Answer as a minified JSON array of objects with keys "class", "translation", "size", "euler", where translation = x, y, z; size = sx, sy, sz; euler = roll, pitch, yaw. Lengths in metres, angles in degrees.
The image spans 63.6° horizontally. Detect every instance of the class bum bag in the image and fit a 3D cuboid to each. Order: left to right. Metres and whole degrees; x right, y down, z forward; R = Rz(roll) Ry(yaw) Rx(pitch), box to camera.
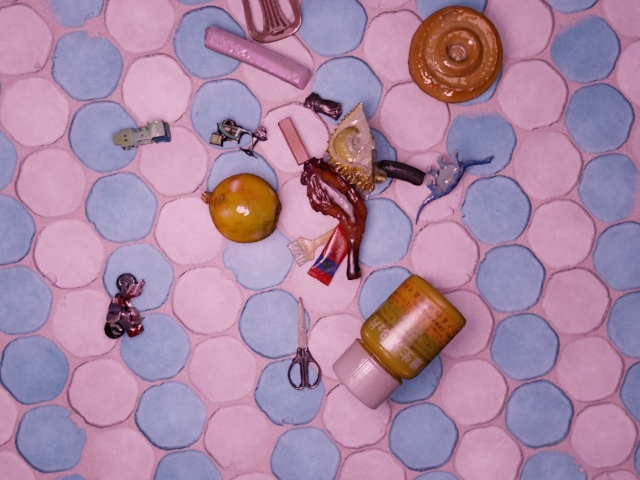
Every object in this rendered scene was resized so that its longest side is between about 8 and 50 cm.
[{"class":"bum bag","translation":[0.010,-0.422,1.623],"size":[0.125,0.034,0.057],"euler":[21,105,-2]}]

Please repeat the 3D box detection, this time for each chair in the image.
[{"class":"chair","translation":[-0.176,-0.784,1.534],"size":[0.176,0.183,0.326],"euler":[-18,91,0]}]

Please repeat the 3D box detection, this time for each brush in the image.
[{"class":"brush","translation":[0.000,0.000,1.650],"size":[0.205,0.011,0.083],"euler":[-29,93,-1]}]

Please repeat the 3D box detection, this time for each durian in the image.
[{"class":"durian","translation":[0.120,-0.249,1.533],"size":[0.172,0.306,0.166],"euler":[28,130,-29]}]

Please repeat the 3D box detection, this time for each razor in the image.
[{"class":"razor","translation":[0.252,-0.213,1.610],"size":[0.148,0.090,0.054],"euler":[15,93,-4]}]

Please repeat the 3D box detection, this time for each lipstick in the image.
[{"class":"lipstick","translation":[-0.084,-0.309,1.619],"size":[0.045,0.045,0.145],"euler":[-26,92,-3]}]

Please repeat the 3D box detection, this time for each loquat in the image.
[{"class":"loquat","translation":[-0.244,-0.100,1.549],"size":[0.246,0.213,0.213],"euler":[16,92,1]}]

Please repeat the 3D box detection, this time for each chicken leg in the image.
[{"class":"chicken leg","translation":[0.067,-0.073,1.586],"size":[0.158,0.096,0.406],"euler":[-23,97,1]}]

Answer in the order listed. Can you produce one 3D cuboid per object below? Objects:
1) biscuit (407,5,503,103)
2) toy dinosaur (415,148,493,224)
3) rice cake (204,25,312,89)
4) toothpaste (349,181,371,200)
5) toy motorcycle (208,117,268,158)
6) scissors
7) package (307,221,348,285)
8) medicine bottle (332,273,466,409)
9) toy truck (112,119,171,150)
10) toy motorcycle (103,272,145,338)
[{"class":"biscuit","translation":[0.421,-0.575,1.598],"size":[0.297,0.102,0.296],"euler":[0,94,-2]},{"class":"toy dinosaur","translation":[0.392,-0.201,1.618],"size":[0.329,0.076,0.144],"euler":[-41,124,-1]},{"class":"rice cake","translation":[-0.200,-0.571,1.603],"size":[0.365,0.056,0.072],"euler":[24,89,-3]},{"class":"toothpaste","translation":[0.077,-0.175,1.637],"size":[0.170,0.028,0.045],"euler":[20,90,-4]},{"class":"toy motorcycle","translation":[-0.251,-0.321,1.611],"size":[0.173,0.058,0.100],"euler":[15,99,-1]},{"class":"scissors","translation":[-0.058,0.329,1.655],"size":[0.109,0.022,0.299],"euler":[-4,91,-5]},{"class":"package","translation":[0.042,0.042,1.643],"size":[0.083,0.022,0.200],"euler":[32,90,-10]},{"class":"medicine bottle","translation":[0.231,0.306,1.561],"size":[0.224,0.224,0.384],"euler":[43,91,-2]},{"class":"toy truck","translation":[-0.555,-0.326,1.589],"size":[0.175,0.081,0.067],"euler":[-10,90,-1]},{"class":"toy motorcycle","translation":[-0.597,0.212,1.605],"size":[0.123,0.082,0.213],"euler":[15,93,-1]}]
